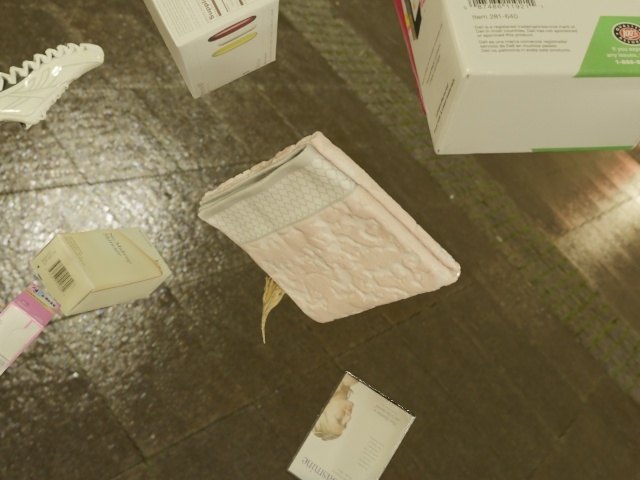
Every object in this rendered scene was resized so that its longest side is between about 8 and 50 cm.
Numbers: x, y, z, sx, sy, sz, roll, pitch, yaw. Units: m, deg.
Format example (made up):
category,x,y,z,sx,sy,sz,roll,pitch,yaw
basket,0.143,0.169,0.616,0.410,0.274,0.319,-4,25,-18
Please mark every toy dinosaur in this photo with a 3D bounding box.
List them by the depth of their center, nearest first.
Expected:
category,x,y,z,sx,sy,sz,roll,pitch,yaw
toy dinosaur,-0.101,0.118,1.627,0.053,0.183,0.092,23,40,-1

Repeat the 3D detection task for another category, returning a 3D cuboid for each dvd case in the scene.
category,x,y,z,sx,sy,sz,roll,pitch,yaw
dvd case,0.061,0.428,1.690,0.180,0.253,0.022,30,-2,19

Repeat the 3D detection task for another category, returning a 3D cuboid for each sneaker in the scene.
category,x,y,z,sx,sy,sz,roll,pitch,yaw
sneaker,-0.540,-0.284,1.523,0.118,0.292,0.110,63,-14,-5

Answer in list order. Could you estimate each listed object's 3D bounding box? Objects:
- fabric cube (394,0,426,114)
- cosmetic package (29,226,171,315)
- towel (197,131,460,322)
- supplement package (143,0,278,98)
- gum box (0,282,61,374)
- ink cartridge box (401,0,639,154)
category,x,y,z,sx,sy,sz,roll,pitch,yaw
fabric cube,0.290,-0.342,1.278,0.258,0.259,0.254,-136,-156,-66
cosmetic package,-0.511,0.066,1.896,0.160,0.113,0.309,52,21,9
towel,0.000,0.000,1.249,0.317,0.332,0.053,42,54,-20
supplement package,-0.168,-0.345,1.116,0.204,0.145,0.262,63,-5,2
gum box,-0.497,0.163,1.240,0.062,0.188,0.107,43,7,-12
ink cartridge box,0.191,-0.227,0.765,0.201,0.117,0.278,-2,60,-9
